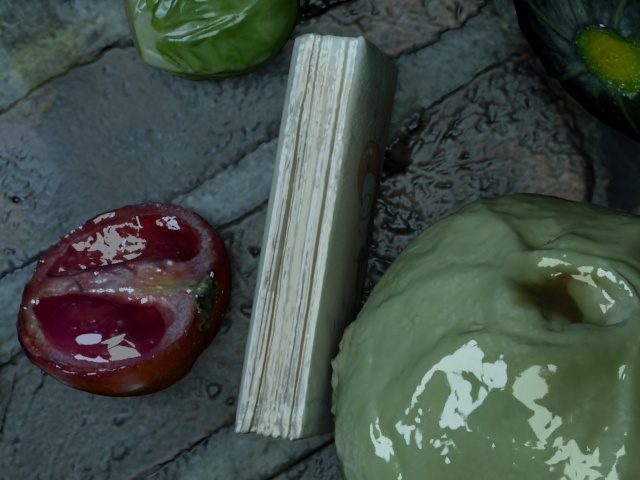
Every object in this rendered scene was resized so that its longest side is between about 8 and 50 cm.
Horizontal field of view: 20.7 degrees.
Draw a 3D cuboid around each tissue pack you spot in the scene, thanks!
[{"bbox_3d":[0.000,0.000,1.448,0.071,0.170,0.325,8,88,11],"label":"tissue pack"}]

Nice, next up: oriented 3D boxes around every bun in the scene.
[{"bbox_3d":[0.186,0.098,1.337,0.364,0.202,0.364,1,47,-1],"label":"bun"}]

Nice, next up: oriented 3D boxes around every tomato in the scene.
[{"bbox_3d":[-0.163,0.066,1.504,0.173,0.099,0.189,4,48,20],"label":"tomato"}]

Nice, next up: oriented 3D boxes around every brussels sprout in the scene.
[{"bbox_3d":[-0.094,-0.209,1.493,0.155,0.117,0.155,0,88,-4],"label":"brussels sprout"}]

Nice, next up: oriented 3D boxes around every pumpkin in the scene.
[{"bbox_3d":[0.302,-0.216,1.388,0.296,0.296,0.296,0,88,6],"label":"pumpkin"}]
